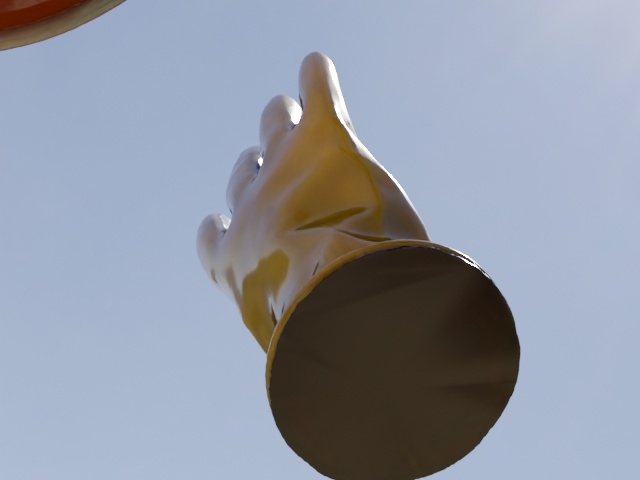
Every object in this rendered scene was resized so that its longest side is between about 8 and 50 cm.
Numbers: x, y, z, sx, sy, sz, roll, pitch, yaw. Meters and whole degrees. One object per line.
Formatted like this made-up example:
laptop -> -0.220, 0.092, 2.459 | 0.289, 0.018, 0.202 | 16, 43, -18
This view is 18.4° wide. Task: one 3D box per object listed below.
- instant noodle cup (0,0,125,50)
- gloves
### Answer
instant noodle cup -> -0.154, -0.205, 0.651 | 0.250, 0.250, 0.192 | 15, -5, 18
gloves -> 0.001, -0.001, 1.000 | 0.116, 0.133, 0.294 | 32, 12, -24
